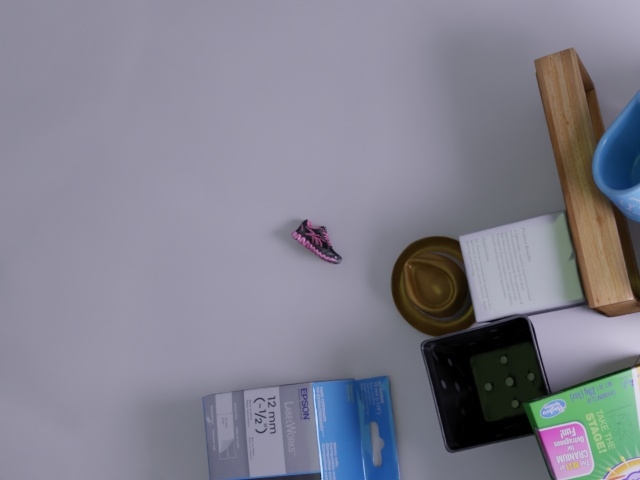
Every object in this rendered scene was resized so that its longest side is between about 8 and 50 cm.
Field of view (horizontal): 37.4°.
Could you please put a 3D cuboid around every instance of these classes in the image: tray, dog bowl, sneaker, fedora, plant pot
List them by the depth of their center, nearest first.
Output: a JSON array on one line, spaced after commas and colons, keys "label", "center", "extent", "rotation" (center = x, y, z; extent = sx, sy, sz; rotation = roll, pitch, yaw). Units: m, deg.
[{"label": "dog bowl", "center": [0.507, -0.166, 1.350], "extent": [0.297, 0.074, 0.166], "rotation": [-54, 31, 21]}, {"label": "tray", "center": [0.444, -0.087, 1.552], "extent": [0.076, 0.203, 0.411], "rotation": [-16, 75, 22]}, {"label": "plant pot", "center": [0.298, 0.238, 1.585], "extent": [0.187, 0.167, 0.188], "rotation": [-18, 78, 21]}, {"label": "fedora", "center": [0.205, 0.080, 1.703], "extent": [0.194, 0.079, 0.195], "rotation": [-4, 79, 24]}, {"label": "sneaker", "center": [0.000, 0.000, 1.834], "extent": [0.119, 0.047, 0.057], "rotation": [35, 86, 24]}]

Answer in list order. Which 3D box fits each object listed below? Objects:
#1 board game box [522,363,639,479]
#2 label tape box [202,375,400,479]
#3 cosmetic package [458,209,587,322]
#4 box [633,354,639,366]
[{"label": "board game box", "center": [0.473, 0.356, 1.409], "extent": [0.242, 0.064, 0.317], "rotation": [-19, 81, 0]}, {"label": "label tape box", "center": [-0.037, 0.391, 1.747], "extent": [0.347, 0.115, 0.249], "rotation": [-11, 77, 24]}, {"label": "cosmetic package", "center": [0.349, 0.049, 1.584], "extent": [0.183, 0.151, 0.151], "rotation": [-13, 80, 21]}, {"label": "box", "center": [0.501, 0.324, 1.519], "extent": [0.113, 0.094, 0.275], "rotation": [29, 95, 24]}]
